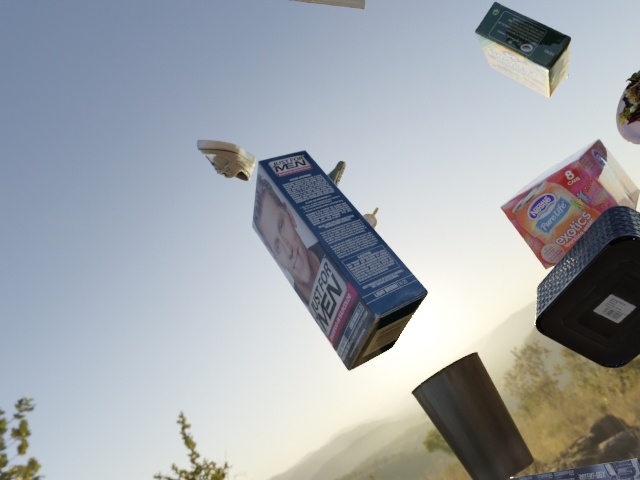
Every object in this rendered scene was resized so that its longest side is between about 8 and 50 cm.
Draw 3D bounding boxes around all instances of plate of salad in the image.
[{"bbox_3d":[0.696,-0.300,0.888,0.048,0.199,0.199,10,-37,-11],"label":"plate of salad"}]

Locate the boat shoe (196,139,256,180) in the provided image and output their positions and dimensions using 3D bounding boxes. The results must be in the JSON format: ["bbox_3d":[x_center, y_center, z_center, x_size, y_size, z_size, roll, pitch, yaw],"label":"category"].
[{"bbox_3d":[-0.266,-0.223,1.220,0.096,0.088,0.267,6,0,11],"label":"boat shoe"}]

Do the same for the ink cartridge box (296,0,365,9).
[{"bbox_3d":[0.031,-0.620,0.900,0.056,0.181,0.224,-54,-25,-63],"label":"ink cartridge box"}]

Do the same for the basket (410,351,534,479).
[{"bbox_3d":[0.327,0.388,0.916,0.154,0.226,0.204,-9,-34,-31],"label":"basket"}]

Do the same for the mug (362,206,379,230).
[{"bbox_3d":[0.136,-0.057,1.222,0.062,0.078,0.064,1,-9,1],"label":"mug"}]

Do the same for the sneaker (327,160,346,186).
[{"bbox_3d":[0.032,-0.245,1.741,0.064,0.086,0.192,-37,-29,-63],"label":"sneaker"}]

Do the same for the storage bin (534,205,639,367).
[{"bbox_3d":[0.378,0.062,0.549,0.084,0.122,0.180,-49,-15,-51],"label":"storage bin"}]

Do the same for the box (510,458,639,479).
[{"bbox_3d":[0.624,0.595,0.931,0.307,0.242,0.076,-43,13,43],"label":"box"}]

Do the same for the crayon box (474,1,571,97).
[{"bbox_3d":[0.540,-0.482,1.124,0.083,0.203,0.323,-58,-23,20],"label":"crayon box"}]

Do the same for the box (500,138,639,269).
[{"bbox_3d":[0.490,-0.081,0.821,0.300,0.142,0.154,-26,-9,-47],"label":"box"}]

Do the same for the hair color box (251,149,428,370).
[{"bbox_3d":[0.009,0.023,0.726,0.105,0.347,0.173,-19,-34,-28],"label":"hair color box"}]
